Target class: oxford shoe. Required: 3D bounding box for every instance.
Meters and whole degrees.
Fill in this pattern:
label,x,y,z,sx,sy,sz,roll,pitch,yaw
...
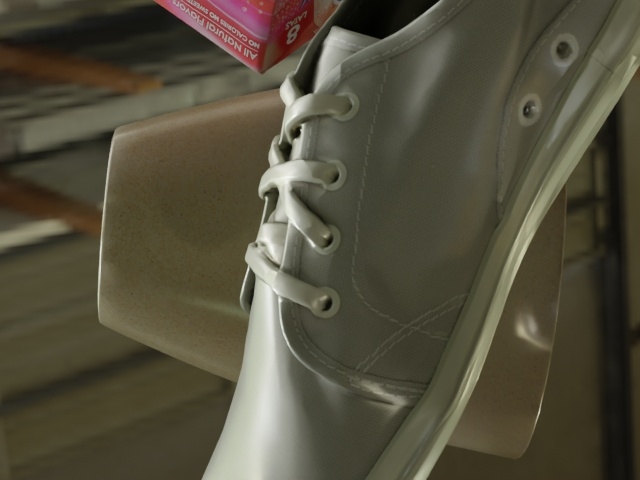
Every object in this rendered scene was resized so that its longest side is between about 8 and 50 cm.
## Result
label,x,y,z,sx,sy,sz,roll,pitch,yaw
oxford shoe,0.023,-0.011,0.924,0.130,0.449,0.169,27,-179,-24

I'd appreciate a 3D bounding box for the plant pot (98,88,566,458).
label,x,y,z,sx,sy,sz,roll,pitch,yaw
plant pot,0.000,0.000,1.253,0.274,0.256,0.256,5,-163,-2

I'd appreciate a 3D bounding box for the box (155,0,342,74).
label,x,y,z,sx,sy,sz,roll,pitch,yaw
box,-0.095,-0.262,1.210,0.300,0.154,0.142,37,-128,18
